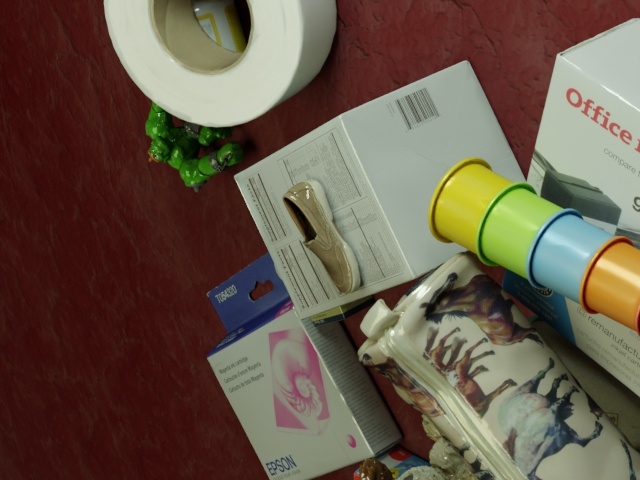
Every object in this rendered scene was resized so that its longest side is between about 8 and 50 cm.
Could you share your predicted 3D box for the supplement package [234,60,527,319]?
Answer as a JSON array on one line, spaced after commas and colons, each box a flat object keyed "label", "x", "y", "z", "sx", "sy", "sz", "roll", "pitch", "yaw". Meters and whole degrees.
[{"label": "supplement package", "x": 0.071, "y": -0.054, "z": 1.764, "sx": 0.263, "sy": 0.199, "sz": 0.198, "roll": -24, "pitch": 91, "yaw": 58}]

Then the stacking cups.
[{"label": "stacking cups", "x": 0.245, "y": 0.026, "z": 1.434, "sx": 0.316, "sy": 0.096, "sz": 0.096, "roll": 33, "pitch": 137, "yaw": 37}]

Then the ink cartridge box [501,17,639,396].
[{"label": "ink cartridge box", "x": 0.321, "y": -0.027, "z": 1.491, "sx": 0.223, "sy": 0.129, "sz": 0.307, "roll": 41, "pitch": 141, "yaw": 32}]

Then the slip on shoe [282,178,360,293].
[{"label": "slip on shoe", "x": 0.000, "y": 0.000, "z": 1.674, "sx": 0.051, "sy": 0.041, "sz": 0.135, "roll": -9, "pitch": 104, "yaw": 56}]

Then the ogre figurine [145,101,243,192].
[{"label": "ogre figurine", "x": -0.189, "y": -0.154, "z": 2.175, "sx": 0.197, "sy": 0.097, "sz": 0.118, "roll": 40, "pitch": 125, "yaw": 9}]

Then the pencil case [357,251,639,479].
[{"label": "pencil case", "x": 0.209, "y": 0.202, "z": 1.543, "sx": 0.160, "sy": 0.183, "sz": 0.410, "roll": -41, "pitch": 87, "yaw": 25}]

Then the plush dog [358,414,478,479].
[{"label": "plush dog", "x": 0.154, "y": 0.328, "z": 1.837, "sx": 0.262, "sy": 0.225, "sz": 0.210, "roll": -125, "pitch": 16, "yaw": -70}]

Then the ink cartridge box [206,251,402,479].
[{"label": "ink cartridge box", "x": -0.053, "y": 0.192, "z": 2.242, "sx": 0.330, "sy": 0.071, "sz": 0.324, "roll": 60, "pitch": 148, "yaw": 3}]

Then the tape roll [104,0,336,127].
[{"label": "tape roll", "x": -0.124, "y": -0.289, "z": 1.876, "sx": 0.286, "sy": 0.100, "sz": 0.286, "roll": 11, "pitch": 116, "yaw": 25}]

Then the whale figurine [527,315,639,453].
[{"label": "whale figurine", "x": 0.314, "y": 0.171, "z": 1.671, "sx": 0.272, "sy": 0.141, "sz": 0.216, "roll": 8, "pitch": 114, "yaw": 25}]

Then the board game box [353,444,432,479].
[{"label": "board game box", "x": 0.191, "y": 0.477, "z": 2.073, "sx": 0.302, "sy": 0.086, "sz": 0.308, "roll": 22, "pitch": 129, "yaw": 47}]

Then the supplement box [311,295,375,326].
[{"label": "supplement box", "x": 0.017, "y": 0.065, "z": 2.060, "sx": 0.083, "sy": 0.056, "sz": 0.083, "roll": -21, "pitch": 94, "yaw": 58}]

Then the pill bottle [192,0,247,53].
[{"label": "pill bottle", "x": -0.155, "y": -0.275, "z": 2.023, "sx": 0.103, "sy": 0.103, "sz": 0.184, "roll": 4, "pitch": 115, "yaw": 54}]
